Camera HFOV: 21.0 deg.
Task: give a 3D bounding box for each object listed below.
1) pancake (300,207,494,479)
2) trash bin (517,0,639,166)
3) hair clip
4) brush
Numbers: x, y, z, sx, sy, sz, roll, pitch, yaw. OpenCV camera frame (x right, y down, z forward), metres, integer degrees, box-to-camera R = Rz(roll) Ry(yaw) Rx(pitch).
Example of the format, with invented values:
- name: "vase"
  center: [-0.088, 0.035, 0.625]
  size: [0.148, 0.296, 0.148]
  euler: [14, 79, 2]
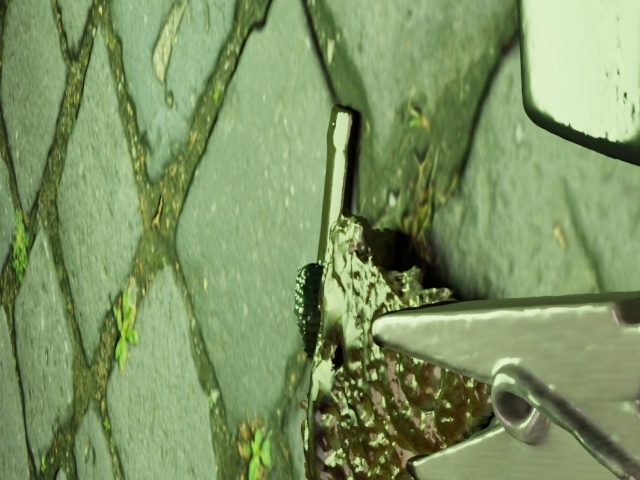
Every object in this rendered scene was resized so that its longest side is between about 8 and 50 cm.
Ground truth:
- name: "pancake"
  center: [0.057, 0.105, 1.064]
  size: [0.244, 0.057, 0.266]
  euler: [-16, 81, 58]
- name: "trash bin"
  center: [0.161, -0.173, 0.565]
  size: [0.182, 0.209, 0.290]
  euler: [-147, 52, -67]
- name: "hair clip"
  center: [0.139, 0.068, 0.793]
  size: [0.331, 0.085, 0.101]
  euler: [-12, 83, 61]
- name: "brush"
  center: [0.000, 0.000, 1.198]
  size: [0.034, 0.028, 0.190]
  euler: [-143, 55, -60]
